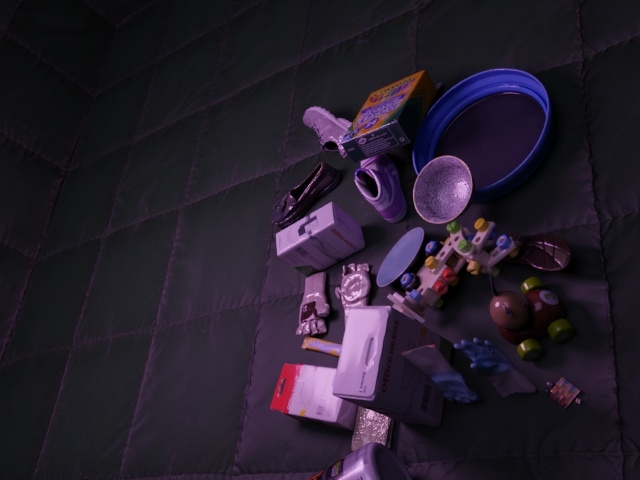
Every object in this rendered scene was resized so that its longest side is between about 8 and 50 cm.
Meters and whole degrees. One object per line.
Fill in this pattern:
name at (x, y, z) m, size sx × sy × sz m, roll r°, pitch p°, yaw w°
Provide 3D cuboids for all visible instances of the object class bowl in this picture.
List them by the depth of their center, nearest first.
bowl at (0.321, -0.117, 1.766) m, size 0.170 × 0.080 × 0.170 m, roll -13°, pitch 70°, yaw 41°
bowl at (0.429, -0.273, 1.886) m, size 0.391 × 0.077 × 0.391 m, roll -23°, pitch 50°, yaw 30°

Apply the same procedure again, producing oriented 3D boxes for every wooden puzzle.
wooden puzzle at (0.501, 0.314, 1.471) m, size 0.049 × 0.006 × 0.083 m, roll -51°, pitch 41°, yaw 2°

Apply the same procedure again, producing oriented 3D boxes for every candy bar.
candy bar at (0.013, 0.286, 1.929) m, size 0.161 × 0.018 × 0.040 m, roll 6°, pitch 67°, yaw 45°

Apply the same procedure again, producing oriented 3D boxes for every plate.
plate at (0.214, 0.048, 1.860) m, size 0.188 × 0.024 × 0.188 m, roll -51°, pitch 12°, yaw 16°

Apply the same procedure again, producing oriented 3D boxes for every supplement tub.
supplement tub at (0.042, 0.595, 1.558) m, size 0.316 × 0.193 × 0.193 m, roll -37°, pitch 44°, yaw 17°

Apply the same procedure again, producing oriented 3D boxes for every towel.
towel at (0.128, 0.437, 1.713) m, size 0.110 × 0.027 × 0.148 m, roll -8°, pitch 58°, yaw 38°

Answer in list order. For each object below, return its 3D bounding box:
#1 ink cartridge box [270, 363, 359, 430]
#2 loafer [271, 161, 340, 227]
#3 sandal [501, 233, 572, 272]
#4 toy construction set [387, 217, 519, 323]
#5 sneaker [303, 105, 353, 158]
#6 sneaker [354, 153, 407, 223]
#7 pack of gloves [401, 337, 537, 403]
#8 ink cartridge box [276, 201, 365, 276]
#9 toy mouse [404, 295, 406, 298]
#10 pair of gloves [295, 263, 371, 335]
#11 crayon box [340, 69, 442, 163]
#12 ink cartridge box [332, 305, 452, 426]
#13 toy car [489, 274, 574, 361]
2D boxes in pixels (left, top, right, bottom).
ink cartridge box at (-0.008, 0.396, 1.827) m, size 0.231 × 0.078 × 0.134 m, roll -1°, pitch 62°, yaw 42°
loafer at (-0.062, -0.149, 2.244) m, size 0.267 × 0.084 × 0.096 m, roll -40°, pitch 43°, yaw 15°
sandal at (0.493, 0.035, 1.638) m, size 0.219 × 0.060 × 0.090 m, roll 3°, pitch 63°, yaw 60°
toy construction set at (0.295, 0.084, 1.693) m, size 0.328 × 0.151 × 0.215 m, roll -40°, pitch 23°, yaw -5°
sneaker at (0.021, -0.346, 2.288) m, size 0.115 × 0.105 × 0.281 m, roll -55°, pitch 42°, yaw -2°
sneaker at (0.151, -0.190, 2.023) m, size 0.102 × 0.161 × 0.282 m, roll -39°, pitch 42°, yaw 18°
pack of gloves at (0.310, 0.289, 1.491) m, size 0.195 × 0.232 × 0.046 m, roll -22°, pitch 38°, yaw 33°
ink cartridge box at (0.000, 0.000, 2.036) m, size 0.208 × 0.153 × 0.086 m, roll -29°, pitch 46°, yaw 24°
toy mouse at (0.165, 0.223, 1.804) m, size 0.143 × 0.031 × 0.161 m, roll -30°, pitch 41°, yaw 19°
pair of gloves at (0.037, 0.162, 1.974) m, size 0.240 × 0.042 × 0.204 m, roll -15°, pitch 54°, yaw 34°
crayon box at (0.207, -0.371, 2.059) m, size 0.203 × 0.083 × 0.323 m, roll -17°, pitch 31°, yaw 40°
ink cartridge box at (0.166, 0.282, 1.584) m, size 0.117 × 0.278 × 0.201 m, roll -4°, pitch 65°, yaw 40°
toy car at (0.422, 0.141, 1.523) m, size 0.149 × 0.188 × 0.155 m, roll -38°, pitch 44°, yaw 17°
